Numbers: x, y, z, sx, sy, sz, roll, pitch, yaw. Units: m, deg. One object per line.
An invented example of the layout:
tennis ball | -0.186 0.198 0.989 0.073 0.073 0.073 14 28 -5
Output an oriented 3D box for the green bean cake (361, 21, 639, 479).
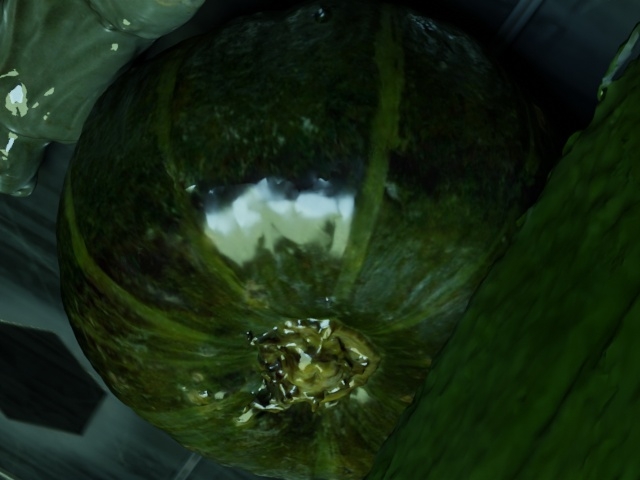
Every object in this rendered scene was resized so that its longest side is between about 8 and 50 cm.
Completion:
green bean cake | 0.173 0.066 0.510 0.218 0.335 0.319 30 104 -13

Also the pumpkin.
pumpkin | 0.000 0.000 0.713 0.224 0.157 0.223 2 141 2

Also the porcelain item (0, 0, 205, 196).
porcelain item | -0.117 -0.083 0.767 0.081 0.069 0.215 31 142 -10
